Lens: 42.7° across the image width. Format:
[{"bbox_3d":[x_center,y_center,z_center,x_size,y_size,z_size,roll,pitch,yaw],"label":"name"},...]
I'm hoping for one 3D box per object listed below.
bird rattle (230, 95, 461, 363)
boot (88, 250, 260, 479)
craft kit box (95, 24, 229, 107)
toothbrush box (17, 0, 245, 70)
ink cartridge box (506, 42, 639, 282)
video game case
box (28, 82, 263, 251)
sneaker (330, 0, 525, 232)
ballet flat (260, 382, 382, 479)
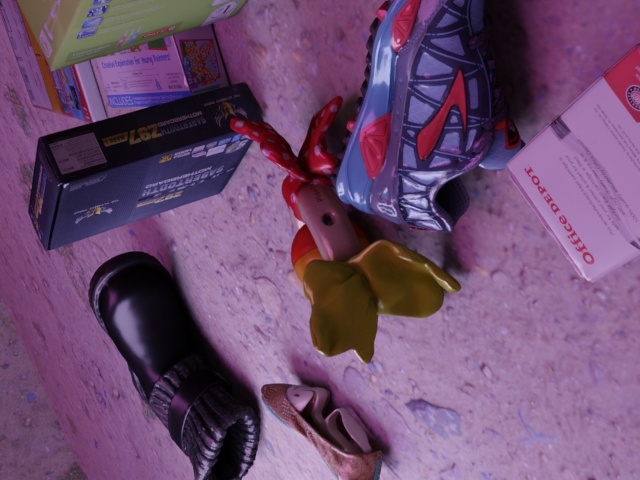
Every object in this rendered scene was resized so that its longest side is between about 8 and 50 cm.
[{"bbox_3d":[0.000,0.000,0.778,0.253,0.143,0.207,55,166,19],"label":"bird rattle"},{"bbox_3d":[-0.214,0.200,1.247,0.260,0.131,0.348,42,156,43],"label":"boot"},{"bbox_3d":[-0.219,-0.281,0.957,0.250,0.061,0.247,13,126,53],"label":"craft kit box"},{"bbox_3d":[-0.128,-0.270,0.671,0.283,0.206,0.122,-22,94,61],"label":"toothbrush box"},{"bbox_3d":[0.192,-0.048,0.500,0.099,0.056,0.135,57,149,10],"label":"ink cartridge box"},{"bbox_3d":[-0.436,-0.299,1.304,0.285,0.025,0.204,20,130,50],"label":"video game case"},{"bbox_3d":[-0.195,-0.078,0.899,0.059,0.232,0.183,63,150,10],"label":"box"},{"bbox_3d":[0.099,-0.109,0.587,0.125,0.104,0.262,29,140,11],"label":"sneaker"},{"bbox_3d":[0.005,0.224,1.017,0.206,0.073,0.067,37,114,33],"label":"ballet flat"}]
